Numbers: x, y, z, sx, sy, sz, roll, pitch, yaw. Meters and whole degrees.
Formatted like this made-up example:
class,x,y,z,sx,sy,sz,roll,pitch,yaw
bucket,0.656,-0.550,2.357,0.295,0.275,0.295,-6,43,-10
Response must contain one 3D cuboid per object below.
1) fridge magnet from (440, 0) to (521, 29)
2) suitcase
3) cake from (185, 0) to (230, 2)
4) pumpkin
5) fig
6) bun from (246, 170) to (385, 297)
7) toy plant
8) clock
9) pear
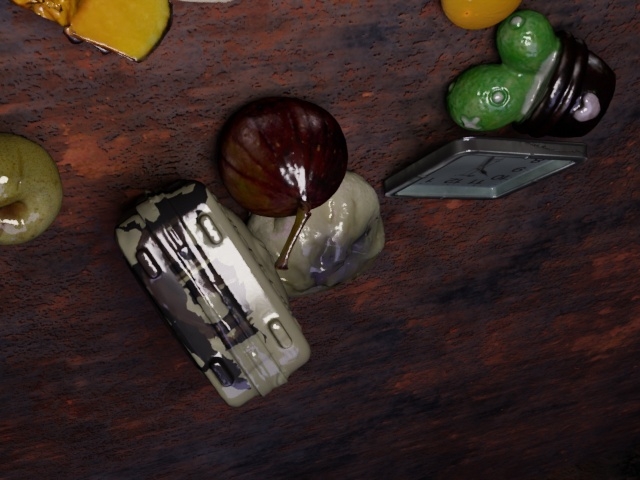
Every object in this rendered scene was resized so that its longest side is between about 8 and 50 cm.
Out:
class,x,y,z,sx,sy,sz,roll,pitch,yaw
fridge magnet,0.242,-0.380,1.171,0.143,0.063,0.143,-12,137,-11
suitcase,-0.173,0.061,1.257,0.194,0.339,0.351,-33,101,-8
cake,-0.124,-0.391,0.965,0.116,0.086,0.220,2,134,-26
pumpkin,-0.313,-0.340,0.879,0.312,0.148,0.169,13,132,-29
fig,-0.043,-0.107,1.194,0.203,0.249,0.186,-15,127,-14
bun,-0.003,0.004,1.403,0.273,0.168,0.273,-20,143,-16
toy plant,0.342,-0.256,1.291,0.235,0.175,0.218,21,121,-6
clock,0.284,-0.129,1.395,0.273,0.049,0.279,0,167,-26
pear,-0.452,-0.074,1.126,0.167,0.136,0.167,-15,138,-14
